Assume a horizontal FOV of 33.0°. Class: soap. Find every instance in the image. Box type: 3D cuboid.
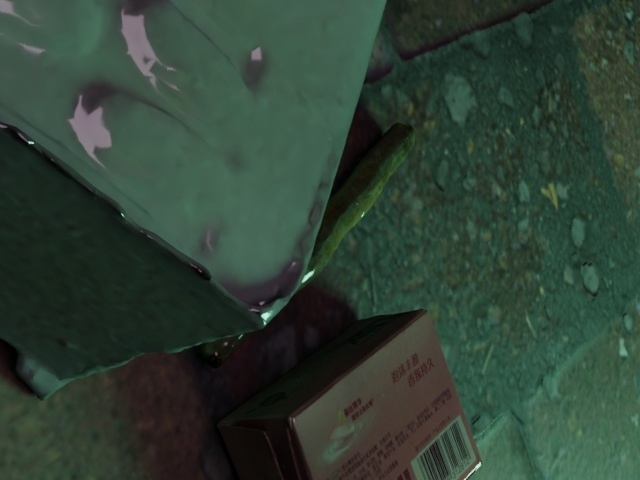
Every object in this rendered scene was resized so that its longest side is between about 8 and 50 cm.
[{"bbox_3d":[-0.105,-0.119,0.463,0.258,0.159,0.302,37,54,-34],"label":"soap"}]

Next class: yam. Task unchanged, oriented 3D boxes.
[{"bbox_3d":[0.000,-0.001,0.646,0.027,0.029,0.234,41,50,0],"label":"yam"}]

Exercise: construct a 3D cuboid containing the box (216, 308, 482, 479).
[{"bbox_3d":[0.021,0.116,0.616,0.156,0.060,0.111,-29,103,-50],"label":"box"}]
